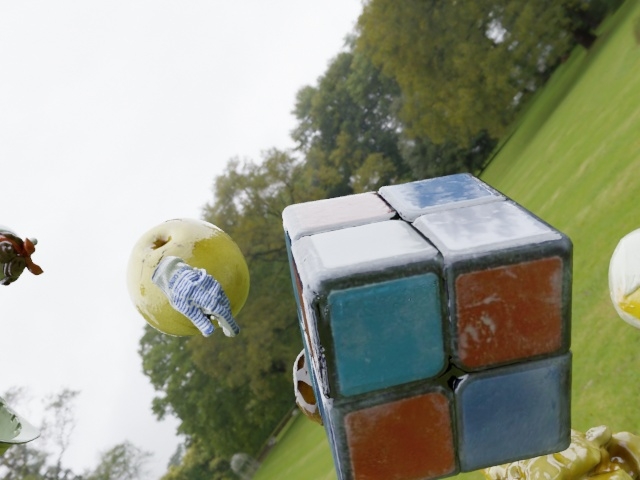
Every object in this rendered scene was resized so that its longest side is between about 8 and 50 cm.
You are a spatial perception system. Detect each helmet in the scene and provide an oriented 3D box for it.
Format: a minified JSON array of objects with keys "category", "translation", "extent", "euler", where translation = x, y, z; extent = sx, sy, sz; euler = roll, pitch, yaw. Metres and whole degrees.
[{"category":"helmet","translation":[-0.705,0.392,1.246],"extent":[0.137,0.257,0.204],"euler":[-63,-29,-3]}]

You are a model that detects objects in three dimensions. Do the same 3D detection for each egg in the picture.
[{"category":"egg","translation":[0.905,0.086,1.585],"extent":[0.345,0.283,0.283],"euler":[-14,4,11]}]

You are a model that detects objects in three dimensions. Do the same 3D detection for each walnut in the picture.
[{"category":"walnut","translation":[-0.017,0.420,1.844],"extent":[0.137,0.245,0.137],"euler":[-15,-24,-7]}]

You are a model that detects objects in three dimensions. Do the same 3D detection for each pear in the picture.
[{"category":"pear","translation":[-0.376,0.105,1.790],"extent":[0.348,0.348,0.348],"euler":[-51,-4,-4]}]

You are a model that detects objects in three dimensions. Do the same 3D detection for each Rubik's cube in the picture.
[{"category":"Rubik's cube","translation":[0.131,0.109,0.871],"extent":[0.313,0.318,0.316],"euler":[-10,20,-5]}]

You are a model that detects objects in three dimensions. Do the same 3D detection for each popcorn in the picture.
[{"category":"popcorn","translation":[0.394,0.397,0.990],"extent":[0.332,0.225,0.265],"euler":[-19,-25,12]}]

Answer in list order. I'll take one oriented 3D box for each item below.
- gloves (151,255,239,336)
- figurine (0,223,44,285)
[{"category":"gloves","translation":[-0.262,0.126,1.354],"extent":[0.097,0.229,0.119],"euler":[-43,5,48]},{"category":"figurine","translation":[-0.654,0.031,1.207],"extent":[0.160,0.226,0.184],"euler":[-97,14,-67]}]
